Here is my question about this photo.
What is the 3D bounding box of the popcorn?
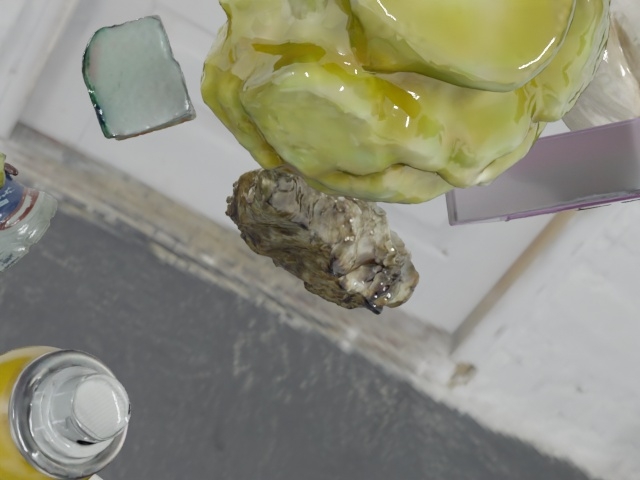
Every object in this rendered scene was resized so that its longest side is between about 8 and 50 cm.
[{"bbox_3d":[0.058,-0.187,0.920,0.292,0.293,0.334,2,81,-2],"label":"popcorn"}]

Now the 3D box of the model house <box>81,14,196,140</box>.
[{"bbox_3d":[-0.170,-0.148,1.287,0.088,0.100,0.100,-18,93,-4],"label":"model house"}]

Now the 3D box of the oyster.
[{"bbox_3d":[-0.028,-0.003,1.810,0.396,0.204,0.111,46,45,-47],"label":"oyster"}]

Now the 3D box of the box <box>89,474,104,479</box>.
[{"bbox_3d":[-0.252,0.336,1.332,0.274,0.116,0.203,28,61,34],"label":"box"}]

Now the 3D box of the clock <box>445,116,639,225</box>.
[{"bbox_3d":[0.221,-0.059,1.214,0.150,0.197,0.063,-5,86,-64],"label":"clock"}]

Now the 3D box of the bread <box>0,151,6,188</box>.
[{"bbox_3d":[-0.446,-0.076,0.936,0.395,0.264,0.239,-2,49,20],"label":"bread"}]

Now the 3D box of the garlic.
[{"bbox_3d":[0.408,-0.216,1.551,0.281,0.185,0.203,-39,89,-14],"label":"garlic"}]

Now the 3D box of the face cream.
[{"bbox_3d":[-0.241,0.140,0.989,0.105,0.349,0.105,13,69,-36],"label":"face cream"}]

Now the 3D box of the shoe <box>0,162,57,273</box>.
[{"bbox_3d":[-0.377,-0.001,1.373,0.125,0.227,0.099,54,-5,-20],"label":"shoe"}]
